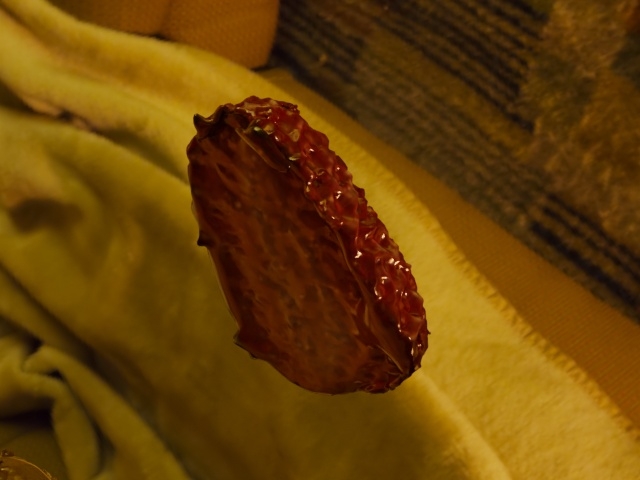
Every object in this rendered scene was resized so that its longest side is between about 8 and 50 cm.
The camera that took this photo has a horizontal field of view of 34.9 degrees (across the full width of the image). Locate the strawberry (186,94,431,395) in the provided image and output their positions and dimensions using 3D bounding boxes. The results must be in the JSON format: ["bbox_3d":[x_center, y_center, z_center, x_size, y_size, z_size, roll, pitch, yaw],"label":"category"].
[{"bbox_3d":[0.000,0.000,0.549,0.121,0.082,0.188,2,124,35],"label":"strawberry"}]

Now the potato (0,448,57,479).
[{"bbox_3d":[-0.283,0.336,0.926,0.140,0.173,0.300,-44,49,29],"label":"potato"}]
